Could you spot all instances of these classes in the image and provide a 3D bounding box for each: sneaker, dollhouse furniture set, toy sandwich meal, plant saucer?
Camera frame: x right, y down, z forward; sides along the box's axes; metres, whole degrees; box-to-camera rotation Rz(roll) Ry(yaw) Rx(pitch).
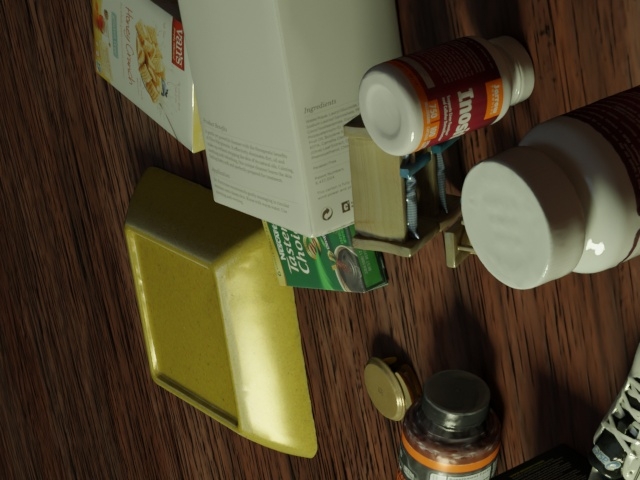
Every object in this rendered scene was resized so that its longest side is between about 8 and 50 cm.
[{"bbox_3d":[0.289,0.166,1.568,0.085,0.086,0.237,45,142,38],"label":"sneaker"},{"bbox_3d":[0.137,-0.061,1.666,0.183,0.129,0.129,10,119,29],"label":"dollhouse furniture set"},{"bbox_3d":[0.081,0.164,1.970,0.085,0.029,0.085,45,147,40],"label":"toy sandwich meal"},{"bbox_3d":[-0.146,0.099,2.252,0.332,0.081,0.333,22,126,52],"label":"plant saucer"}]

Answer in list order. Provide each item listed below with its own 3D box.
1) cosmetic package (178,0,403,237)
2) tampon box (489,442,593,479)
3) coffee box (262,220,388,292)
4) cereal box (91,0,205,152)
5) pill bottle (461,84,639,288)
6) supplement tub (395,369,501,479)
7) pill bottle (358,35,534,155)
[{"bbox_3d":[-0.032,-0.209,1.787,0.197,0.155,0.365,23,127,51],"label":"cosmetic package"},{"bbox_3d":[0.249,0.298,1.699,0.161,0.101,0.120,34,135,46],"label":"tampon box"},{"bbox_3d":[0.000,0.000,1.983,0.184,0.040,0.113,5,113,58],"label":"coffee box"},{"bbox_3d":[-0.205,-0.236,2.164,0.240,0.047,0.173,39,139,41],"label":"cereal box"},{"bbox_3d":[0.222,-0.046,1.322,0.121,0.221,0.121,37,138,43],"label":"pill bottle"},{"bbox_3d":[0.134,0.231,1.847,0.106,0.106,0.198,41,140,39],"label":"supplement tub"},{"bbox_3d":[0.117,-0.137,1.588,0.086,0.152,0.086,37,137,43],"label":"pill bottle"}]
